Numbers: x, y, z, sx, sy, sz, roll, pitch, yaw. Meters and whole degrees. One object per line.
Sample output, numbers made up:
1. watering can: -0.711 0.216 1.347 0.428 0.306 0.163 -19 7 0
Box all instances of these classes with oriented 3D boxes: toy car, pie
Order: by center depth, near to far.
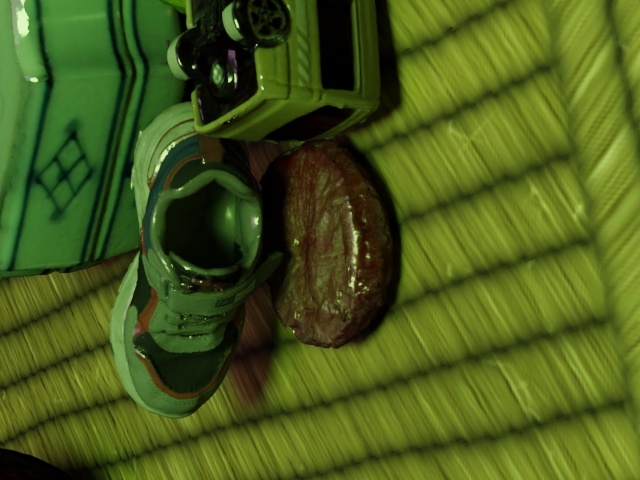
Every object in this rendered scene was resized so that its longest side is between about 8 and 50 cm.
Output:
1. toy car: -0.031 -0.194 1.155 0.101 0.124 0.256 -24 66 54
2. pie: 0.000 0.000 1.207 0.154 0.036 0.154 16 109 57

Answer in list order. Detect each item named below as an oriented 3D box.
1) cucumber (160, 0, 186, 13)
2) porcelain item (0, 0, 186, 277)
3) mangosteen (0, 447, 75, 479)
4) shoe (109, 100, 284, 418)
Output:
1. cucumber: -0.120 -0.249 1.279 0.134 0.134 0.244 -53 56 45
2. porcelain item: -0.236 -0.132 1.429 0.286 0.157 0.281 47 133 41
3. mangosteen: -0.289 0.318 1.477 0.311 0.311 0.311 12 104 55
4. shoe: -0.078 0.024 1.208 0.125 0.099 0.227 -148 59 -61
